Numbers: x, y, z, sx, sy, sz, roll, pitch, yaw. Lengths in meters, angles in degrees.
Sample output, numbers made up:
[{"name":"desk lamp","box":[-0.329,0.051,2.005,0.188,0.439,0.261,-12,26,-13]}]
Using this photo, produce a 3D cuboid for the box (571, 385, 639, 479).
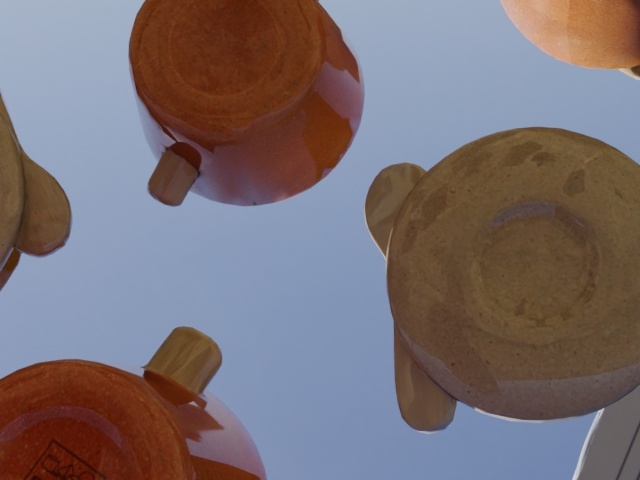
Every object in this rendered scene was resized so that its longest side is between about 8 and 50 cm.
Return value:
[{"name":"box","box":[0.246,0.120,0.865,0.232,0.148,0.127,29,-144,20]}]

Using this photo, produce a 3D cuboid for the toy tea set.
[{"name":"toy tea set","box":[0.000,0.000,0.597,0.336,0.200,0.124,-23,165,1]}]
